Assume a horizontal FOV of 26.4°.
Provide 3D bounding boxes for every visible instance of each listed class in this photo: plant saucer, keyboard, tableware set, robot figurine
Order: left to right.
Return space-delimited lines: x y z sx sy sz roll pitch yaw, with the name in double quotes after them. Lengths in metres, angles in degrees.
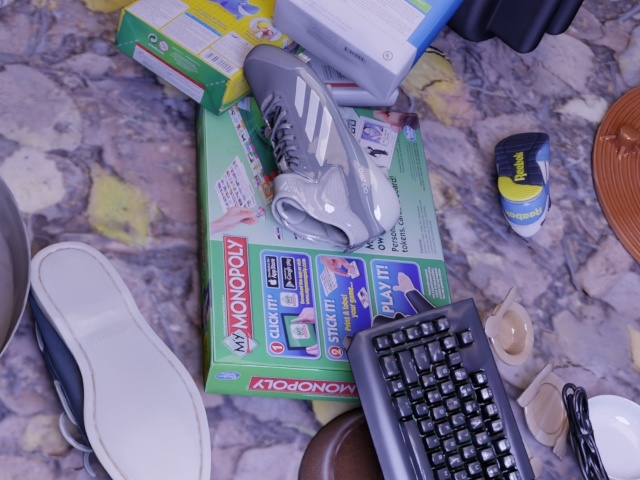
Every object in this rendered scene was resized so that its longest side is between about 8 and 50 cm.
0.066 0.199 1.096 0.168 0.029 0.168 7 52 -9 "plant saucer"
0.151 -0.319 1.427 0.278 0.173 0.209 43 11 17 "robot figurine"
0.155 0.129 1.124 0.141 0.020 0.168 -47 113 -38 "tableware set"
0.153 0.198 1.048 0.201 0.033 0.317 -15 82 -24 "keyboard"

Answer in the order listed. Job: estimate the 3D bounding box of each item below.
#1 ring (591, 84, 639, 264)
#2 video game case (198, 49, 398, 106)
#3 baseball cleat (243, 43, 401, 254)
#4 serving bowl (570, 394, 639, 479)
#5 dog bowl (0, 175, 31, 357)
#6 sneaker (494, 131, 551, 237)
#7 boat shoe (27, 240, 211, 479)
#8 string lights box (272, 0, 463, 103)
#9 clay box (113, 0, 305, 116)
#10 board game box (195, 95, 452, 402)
0.440 -0.049 1.390 0.337 0.032 0.336 8 51 -10 "ring"
-0.047 -0.252 1.409 0.204 0.025 0.285 -2 55 -17 "video game case"
-0.018 -0.080 1.171 0.109 0.072 0.206 -31 74 -35 "baseball cleat"
0.251 0.175 1.167 0.083 0.027 0.083 8 51 -10 "serving bowl"
-0.401 0.041 1.037 0.349 0.102 0.348 8 51 -10 "dog bowl"
0.197 -0.058 1.318 0.053 0.059 0.144 -6 31 18 "sneaker"
-0.162 0.117 1.062 0.095 0.079 0.254 -23 60 -27 "boat shoe"
0.086 -0.272 1.266 0.133 0.077 0.259 36 74 5 "string lights box"
-0.079 -0.216 1.312 0.127 0.053 0.222 35 44 12 "clay box"
0.000 0.000 1.202 0.213 0.046 0.317 5 48 -12 "board game box"
